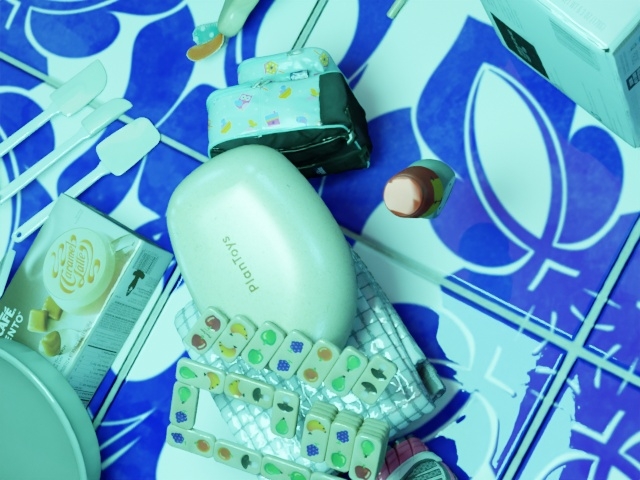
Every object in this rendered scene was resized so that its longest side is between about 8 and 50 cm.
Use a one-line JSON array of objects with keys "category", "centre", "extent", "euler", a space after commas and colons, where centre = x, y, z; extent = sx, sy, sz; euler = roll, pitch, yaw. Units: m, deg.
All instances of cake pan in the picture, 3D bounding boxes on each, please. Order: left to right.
[{"category": "cake pan", "centre": [-0.386, 0.244, 1.619], "extent": [0.293, 0.054, 0.293], "euler": [14, 118, 28]}]

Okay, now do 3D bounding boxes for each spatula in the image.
[{"category": "spatula", "centre": [-0.350, -0.116, 1.757], "extent": [0.242, 0.019, 0.168], "euler": [-39, 72, -5]}]

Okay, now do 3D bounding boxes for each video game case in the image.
[{"category": "video game case", "centre": [-0.440, 0.077, 1.716], "extent": [0.122, 0.011, 0.087], "euler": [-47, 25, 32]}]

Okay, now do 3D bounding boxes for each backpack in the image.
[{"category": "backpack", "centre": [-0.047, -0.147, 1.600], "extent": [0.188, 0.166, 0.144], "euler": [-14, 73, 12]}]

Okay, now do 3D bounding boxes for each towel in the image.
[{"category": "towel", "centre": [-0.010, 0.140, 1.555], "extent": [0.235, 0.121, 0.284], "euler": [-36, 68, 7]}]

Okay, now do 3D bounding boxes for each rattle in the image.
[{"category": "rattle", "centre": [-0.069, -0.303, 1.715], "extent": [0.130, 0.142, 0.200], "euler": [44, 112, 53]}]

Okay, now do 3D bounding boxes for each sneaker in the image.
[{"category": "sneaker", "centre": [0.039, 0.362, 1.487], "extent": [0.112, 0.121, 0.299], "euler": [42, 94, 19]}]

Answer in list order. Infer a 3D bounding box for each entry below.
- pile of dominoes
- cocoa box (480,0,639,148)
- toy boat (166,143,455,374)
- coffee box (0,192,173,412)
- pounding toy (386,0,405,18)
[{"category": "pile of dominoes", "centre": [-0.050, 0.185, 1.410], "extent": [0.251, 0.040, 0.196], "euler": [16, 117, 13]}, {"category": "cocoa box", "centre": [0.318, -0.293, 1.410], "extent": [0.231, 0.347, 0.228], "euler": [43, 93, 22]}, {"category": "toy boat", "centre": [0.000, 0.000, 1.448], "extent": [0.318, 0.148, 0.268], "euler": [-25, 89, 19]}, {"category": "coffee box", "centre": [-0.319, 0.085, 1.678], "extent": [0.141, 0.098, 0.247], "euler": [30, 89, 22]}, {"category": "pounding toy", "centre": [0.127, -0.375, 1.639], "extent": [0.130, 0.100, 0.141], "euler": [-11, 64, 16]}]
